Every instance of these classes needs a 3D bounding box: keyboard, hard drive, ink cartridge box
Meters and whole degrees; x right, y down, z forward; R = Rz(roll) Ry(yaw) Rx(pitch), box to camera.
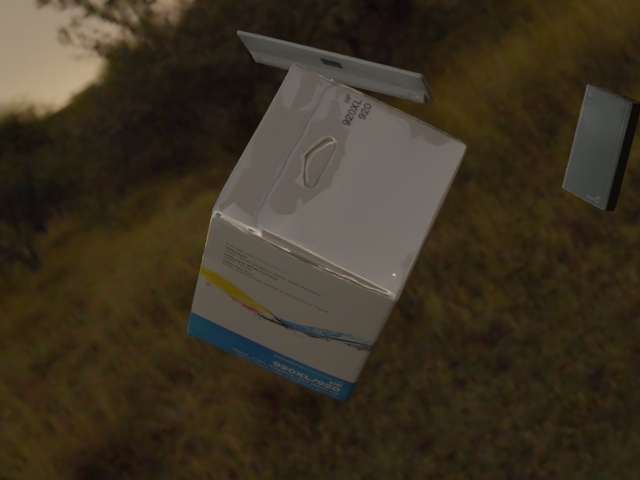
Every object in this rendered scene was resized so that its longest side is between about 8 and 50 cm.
[{"bbox_3d":[0.017,-0.219,1.763,0.014,0.256,0.072,-66,-22,-19],"label":"keyboard"},{"bbox_3d":[0.341,-0.113,1.710,0.022,0.135,0.094,3,18,-26],"label":"hard drive"},{"bbox_3d":[0.000,0.000,1.233,0.233,0.168,0.171,110,-175,-61],"label":"ink cartridge box"}]
